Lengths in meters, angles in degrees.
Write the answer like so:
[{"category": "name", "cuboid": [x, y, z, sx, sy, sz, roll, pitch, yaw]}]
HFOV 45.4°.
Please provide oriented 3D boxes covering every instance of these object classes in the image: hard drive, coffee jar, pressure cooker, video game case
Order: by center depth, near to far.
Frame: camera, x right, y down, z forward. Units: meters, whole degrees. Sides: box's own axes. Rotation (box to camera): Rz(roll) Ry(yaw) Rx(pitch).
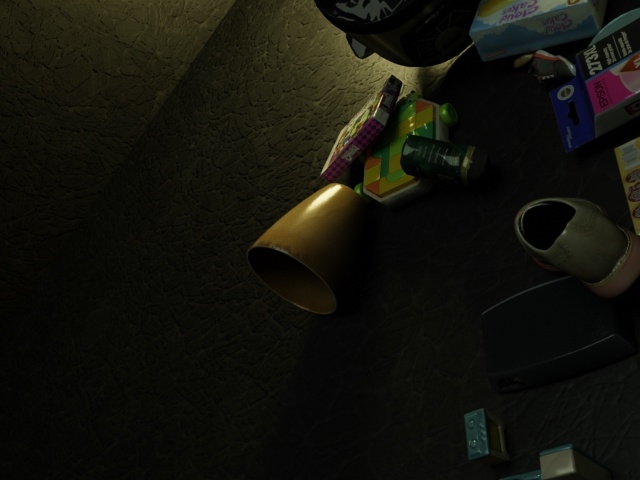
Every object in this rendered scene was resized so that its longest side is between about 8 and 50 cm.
[{"category": "hard drive", "cuboid": [0.389, 0.149, 1.297, 0.255, 0.054, 0.172, -27, 44, 34]}, {"category": "coffee jar", "cuboid": [0.265, -0.163, 1.602, 0.184, 0.096, 0.079, 14, 78, 23]}, {"category": "pressure cooker", "cuboid": [0.216, -0.617, 1.826, 0.370, 0.420, 0.375, 14, 92, 30]}, {"category": "video game case", "cuboid": [0.101, -0.274, 1.884, 0.232, 0.042, 0.210, -44, 16, 42]}]

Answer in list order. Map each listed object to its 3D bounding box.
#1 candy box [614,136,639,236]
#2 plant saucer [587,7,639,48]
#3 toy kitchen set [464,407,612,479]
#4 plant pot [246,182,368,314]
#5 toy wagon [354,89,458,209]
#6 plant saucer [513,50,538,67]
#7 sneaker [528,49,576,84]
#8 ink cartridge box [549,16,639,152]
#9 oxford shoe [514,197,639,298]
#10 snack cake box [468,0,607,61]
[{"category": "candy box", "cuboid": [0.540, -0.065, 1.245, 0.053, 0.109, 0.186, -28, 43, 33]}, {"category": "plant saucer", "cuboid": [0.602, -0.360, 1.470, 0.195, 0.037, 0.195, -29, 44, 33]}, {"category": "toy kitchen set", "cuboid": [0.317, 0.320, 1.187, 0.207, 0.122, 0.166, -28, 44, 33]}, {"category": "plant pot", "cuboid": [0.000, 0.000, 1.756, 0.237, 0.237, 0.254, 1, 47, 50]}, {"category": "toy wagon", "cuboid": [0.199, -0.234, 1.812, 0.267, 0.068, 0.344, -24, 46, 36]}, {"category": "plant saucer", "cuboid": [0.453, -0.416, 1.683, 0.083, 0.015, 0.083, -44, 17, 17]}, {"category": "sneaker", "cuboid": [0.486, -0.346, 1.587, 0.065, 0.061, 0.158, -59, 24, 12]}, {"category": "ink cartridge box", "cuboid": [0.582, -0.318, 1.379, 0.371, 0.069, 0.175, -31, 43, 33]}, {"category": "oxford shoe", "cuboid": [0.392, -0.028, 1.270, 0.140, 0.147, 0.397, -57, 9, 5]}, {"category": "snack cake box", "cuboid": [0.468, -0.490, 1.641, 0.264, 0.089, 0.152, -6, 47, 38]}]
